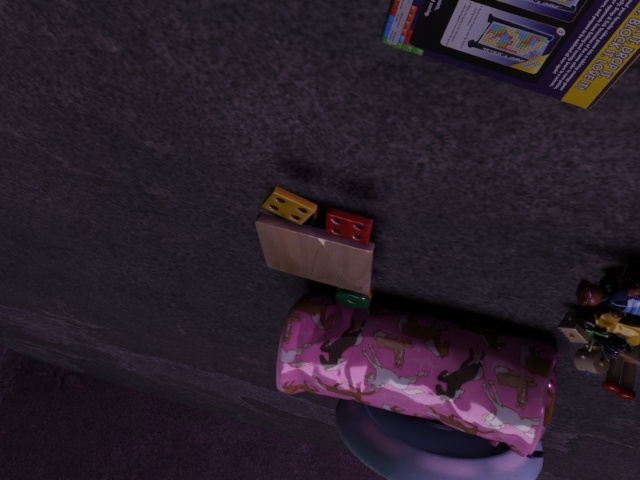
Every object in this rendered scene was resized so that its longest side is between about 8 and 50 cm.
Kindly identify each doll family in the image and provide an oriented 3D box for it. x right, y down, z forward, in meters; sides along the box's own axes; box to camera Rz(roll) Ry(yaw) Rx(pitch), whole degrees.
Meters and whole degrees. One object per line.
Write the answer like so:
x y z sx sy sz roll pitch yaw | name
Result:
0.311 0.071 0.699 0.111 0.076 0.193 15 152 19 | doll family

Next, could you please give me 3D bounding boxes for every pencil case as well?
0.127 0.180 0.974 0.385 0.167 0.160 12 -170 15 | pencil case

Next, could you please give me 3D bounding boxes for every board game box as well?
0.119 -0.152 0.362 0.141 0.048 0.170 17 157 -2 | board game box

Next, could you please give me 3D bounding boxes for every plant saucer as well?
0.182 0.269 1.059 0.317 0.044 0.318 7 -159 -3 | plant saucer

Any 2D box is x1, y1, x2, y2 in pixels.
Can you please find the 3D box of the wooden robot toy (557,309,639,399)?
0.340 0.143 0.842 0.173 0.076 0.079 28 166 -21 | wooden robot toy

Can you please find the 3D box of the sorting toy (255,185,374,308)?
0.000 0.000 0.796 0.132 0.046 0.274 15 157 9 | sorting toy
